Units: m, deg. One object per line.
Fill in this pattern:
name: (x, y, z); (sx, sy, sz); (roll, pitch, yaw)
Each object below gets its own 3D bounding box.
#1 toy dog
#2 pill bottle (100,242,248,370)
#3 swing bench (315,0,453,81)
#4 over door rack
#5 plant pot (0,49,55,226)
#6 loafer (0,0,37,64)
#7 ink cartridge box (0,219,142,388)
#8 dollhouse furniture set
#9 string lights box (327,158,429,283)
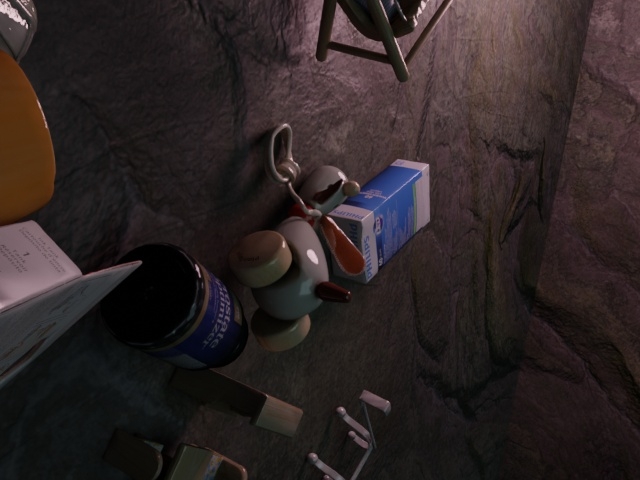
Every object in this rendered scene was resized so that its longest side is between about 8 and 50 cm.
toy dog: (0.000, 0.000, 0.960); (0.220, 0.161, 0.333); (56, 43, -54)
pill bottle: (-0.166, 0.093, 0.821); (0.122, 0.123, 0.219); (-66, 161, -14)
swing bench: (0.096, -0.416, 0.946); (0.253, 0.165, 0.254); (-58, 154, -26)
over door rack: (0.023, 0.428, 1.265); (0.239, 0.108, 0.324); (-56, 165, -27)
plant pot: (-0.301, -0.057, 0.456); (0.188, 0.205, 0.205); (-25, 124, -40)
loafer: (-0.334, -0.213, 0.454); (0.319, 0.112, 0.111); (44, 57, -56)
ink cartridge box: (-0.305, 0.104, 0.513); (0.296, 0.066, 0.261); (-41, -178, 7)
dollhouse furniture set: (-0.158, 0.307, 0.905); (0.212, 0.161, 0.242); (43, 66, -55)
string lights box: (0.119, -0.043, 1.268); (0.260, 0.077, 0.133); (-39, 133, -44)
